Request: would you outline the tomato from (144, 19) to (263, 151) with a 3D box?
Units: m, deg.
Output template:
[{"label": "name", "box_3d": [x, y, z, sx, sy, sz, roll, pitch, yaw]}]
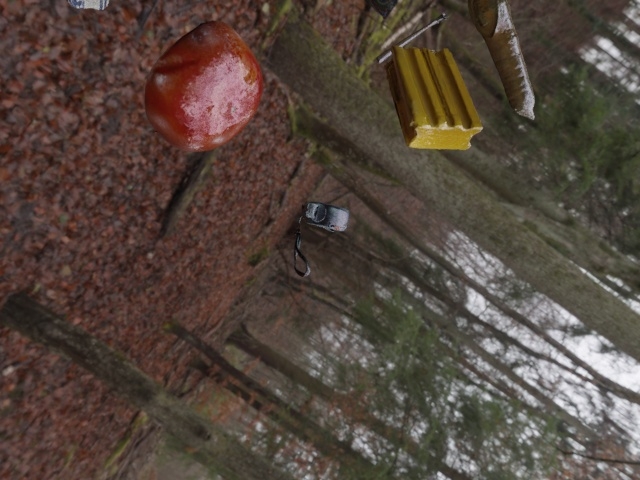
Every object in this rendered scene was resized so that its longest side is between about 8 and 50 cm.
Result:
[{"label": "tomato", "box_3d": [-0.256, -0.348, 1.136, 0.338, 0.143, 0.338, -46, 161, -20]}]

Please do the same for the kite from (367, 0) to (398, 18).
[{"label": "kite", "box_3d": [0.072, -0.643, 1.063, 0.015, 0.285, 0.152, -44, 172, -22]}]

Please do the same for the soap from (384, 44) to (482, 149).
[{"label": "soap", "box_3d": [0.303, -0.406, 1.300, 0.096, 0.204, 0.325, 112, -25, -56]}]

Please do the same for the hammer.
[{"label": "hammer", "box_3d": [0.315, -0.700, 1.602, 0.297, 0.027, 0.125, -34, -169, -1]}]

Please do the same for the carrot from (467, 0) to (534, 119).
[{"label": "carrot", "box_3d": [0.331, -0.382, 0.857, 0.070, 0.343, 0.070, -21, -172, 3]}]

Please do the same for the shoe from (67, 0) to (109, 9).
[{"label": "shoe", "box_3d": [-0.602, -0.635, 1.188, 0.143, 0.071, 0.064, -48, 167, -52]}]

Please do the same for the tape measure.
[{"label": "tape measure", "box_3d": [-0.001, 0.001, 0.976, 0.104, 0.107, 0.180, 148, -45, -69]}]
